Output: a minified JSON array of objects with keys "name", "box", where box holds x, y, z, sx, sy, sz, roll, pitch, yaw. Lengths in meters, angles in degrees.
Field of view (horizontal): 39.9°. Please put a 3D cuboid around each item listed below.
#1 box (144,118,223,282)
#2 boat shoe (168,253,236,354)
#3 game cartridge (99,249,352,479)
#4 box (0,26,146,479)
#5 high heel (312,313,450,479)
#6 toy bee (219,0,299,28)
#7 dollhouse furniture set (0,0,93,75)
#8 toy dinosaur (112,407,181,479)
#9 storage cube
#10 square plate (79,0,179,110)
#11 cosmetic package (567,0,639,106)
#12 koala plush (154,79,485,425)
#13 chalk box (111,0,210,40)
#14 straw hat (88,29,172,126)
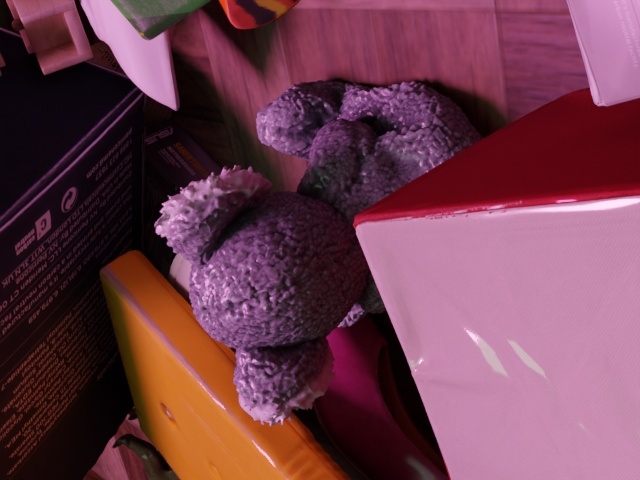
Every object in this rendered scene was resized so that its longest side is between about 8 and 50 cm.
[{"name":"box","box":[-0.137,0.014,0.941,0.183,0.056,0.231,45,143,20]},{"name":"boat shoe","box":[-0.066,0.077,0.828,0.116,0.099,0.320,39,148,23]},{"name":"game cartridge","box":[-0.077,0.198,0.807,0.323,0.052,0.285,40,149,29]},{"name":"box","box":[-0.452,0.020,0.904,0.479,0.297,0.472,22,136,11]},{"name":"high heel","box":[0.108,0.169,0.746,0.181,0.127,0.378,-22,83,12]},{"name":"toy bee","box":[-0.026,-0.266,0.530,0.298,0.162,0.195,74,172,-76]},{"name":"dollhouse furniture set","box":[-0.401,-0.238,0.673,0.303,0.355,0.174,81,162,-49]},{"name":"toy dinosaur","box":[-0.137,0.271,1.082,0.200,0.127,0.296,40,127,11]},{"name":"storage cube","box":[0.165,0.028,0.444,0.215,0.193,0.184,-3,112,52]},{"name":"square plate","box":[-0.203,-0.315,0.644,0.347,0.049,0.344,61,167,25]},{"name":"cosmetic package","box":[0.217,-0.134,0.320,0.238,0.127,0.107,-2,112,54]},{"name":"koala plush","box":[0.000,0.000,0.608,0.203,0.221,0.196,1,115,51]},{"name":"chalk box","box":[-0.029,-0.215,0.381,0.213,0.132,0.132,-27,126,22]},{"name":"straw hat","box":[-0.218,-0.172,0.905,0.144,0.061,0.145,32,137,35]}]
